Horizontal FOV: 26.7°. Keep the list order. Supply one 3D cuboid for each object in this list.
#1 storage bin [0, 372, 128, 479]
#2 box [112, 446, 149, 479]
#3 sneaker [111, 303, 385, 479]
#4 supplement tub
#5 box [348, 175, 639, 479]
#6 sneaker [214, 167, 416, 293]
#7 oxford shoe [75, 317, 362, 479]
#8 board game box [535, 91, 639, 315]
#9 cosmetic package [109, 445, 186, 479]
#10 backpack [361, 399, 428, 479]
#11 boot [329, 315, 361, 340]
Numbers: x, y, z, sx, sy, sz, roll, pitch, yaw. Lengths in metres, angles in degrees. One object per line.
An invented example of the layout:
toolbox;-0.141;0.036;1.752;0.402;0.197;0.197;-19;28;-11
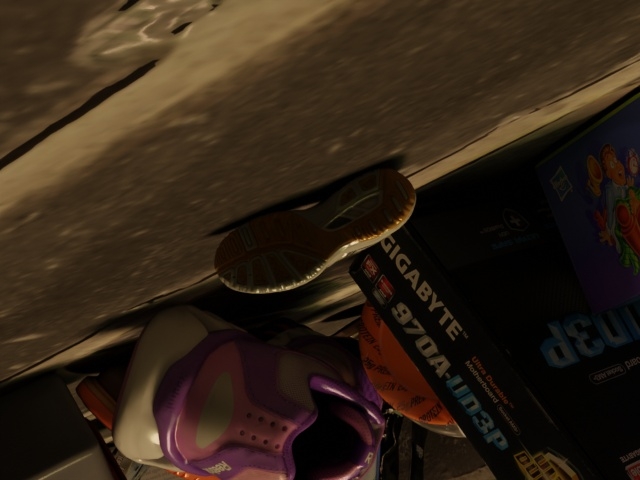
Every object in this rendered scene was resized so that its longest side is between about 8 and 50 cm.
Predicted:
storage bin;-0.178;0.129;0.740;0.135;0.098;0.091;-25;150;-20
box;-0.159;0.185;1.140;0.094;0.027;0.137;-57;178;-13
sneaker;-0.009;0.098;0.719;0.104;0.095;0.236;16;178;25
supplement tub;0.098;0.052;0.792;0.117;0.117;0.190;-24;171;21
box;0.145;0.046;0.662;0.220;0.175;0.051;-12;147;-42
sneaker;0.000;0.000;0.530;0.083;0.032;0.037;-21;171;6
oxford shoe;-0.052;0.086;0.837;0.098;0.097;0.271;-55;158;9
board game box;0.302;-0.074;0.596;0.347;0.078;0.233;-15;169;-26
cosmetic package;-0.189;0.334;1.486;0.138;0.225;0.224;-23;171;32
backpack;0.018;0.300;1.634;0.213;0.263;0.276;-6;173;10
boot;0.099;0.090;1.053;0.219;0.106;0.082;-12;167;-46
